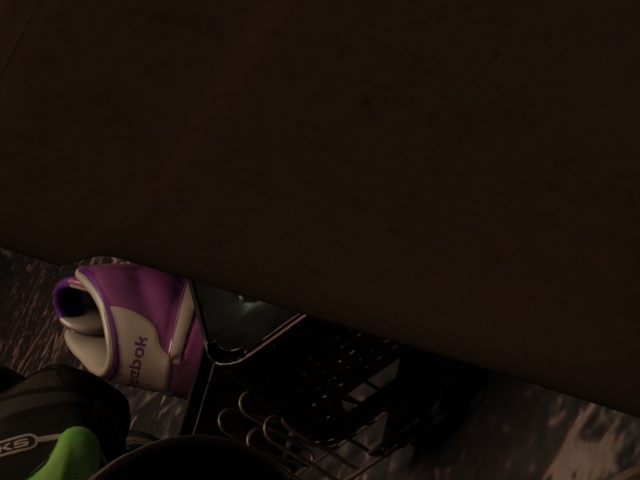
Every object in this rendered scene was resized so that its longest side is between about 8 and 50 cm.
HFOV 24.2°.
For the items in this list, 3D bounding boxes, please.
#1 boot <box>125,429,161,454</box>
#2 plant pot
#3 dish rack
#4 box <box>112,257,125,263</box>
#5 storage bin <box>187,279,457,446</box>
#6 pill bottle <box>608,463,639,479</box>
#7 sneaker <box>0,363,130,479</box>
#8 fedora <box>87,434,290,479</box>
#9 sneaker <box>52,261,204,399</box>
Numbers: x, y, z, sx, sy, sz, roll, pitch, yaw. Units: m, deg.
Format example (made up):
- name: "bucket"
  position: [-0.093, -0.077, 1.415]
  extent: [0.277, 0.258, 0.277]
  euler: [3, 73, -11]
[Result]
- name: "boot"
  position: [-0.165, 0.271, 1.075]
  extent: [0.236, 0.085, 0.178]
  euler: [-64, 19, 8]
- name: "plant pot"
  position: [0.059, -0.089, 0.508]
  extent: [0.334, 0.305, 0.334]
  euler: [-55, 19, 30]
- name: "dish rack"
  position: [0.006, 0.057, 0.873]
  extent: [0.271, 0.074, 0.208]
  euler: [-42, 29, 51]
- name: "box"
  position: [-0.119, -0.131, 0.995]
  extent: [0.231, 0.127, 0.262]
  euler: [-156, 52, -78]
- name: "storage bin"
  position: [0.000, 0.000, 0.777]
  extent: [0.122, 0.084, 0.180]
  euler: [-36, 39, 12]
- name: "pill bottle"
  position: [0.122, 0.114, 0.435]
  extent: [0.067, 0.067, 0.120]
  euler: [-63, 16, 5]
- name: "sneaker"
  position: [-0.268, 0.197, 1.085]
  extent: [0.483, 0.185, 0.202]
  euler: [-17, 46, 49]
- name: "fedora"
  position: [-0.024, 0.207, 0.568]
  extent: [0.124, 0.244, 0.275]
  euler: [-10, 43, 35]
- name: "sneaker"
  position: [-0.115, 0.023, 1.121]
  extent: [0.282, 0.161, 0.102]
  euler: [-102, 21, -66]
